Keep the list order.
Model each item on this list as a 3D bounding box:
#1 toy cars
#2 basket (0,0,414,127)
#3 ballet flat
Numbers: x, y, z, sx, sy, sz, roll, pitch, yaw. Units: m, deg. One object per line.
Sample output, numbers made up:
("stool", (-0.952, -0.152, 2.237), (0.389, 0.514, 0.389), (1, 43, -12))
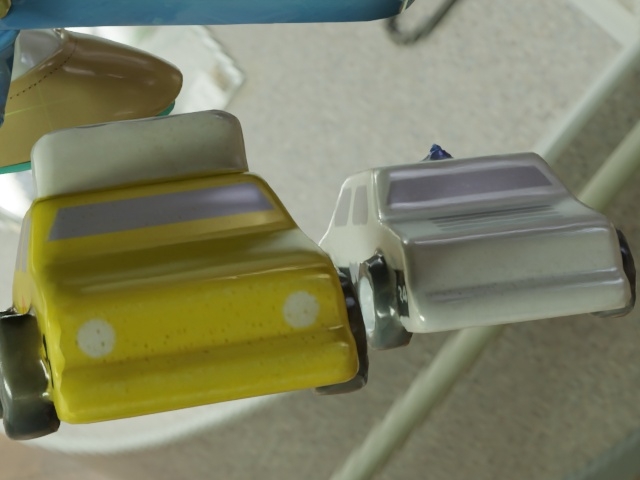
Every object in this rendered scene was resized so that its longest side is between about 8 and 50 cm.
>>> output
("toy cars", (0.000, 0.000, 0.673), (0.176, 0.394, 0.087), (-7, 90, 29))
("basket", (-0.130, -0.154, 0.662), (0.254, 0.289, 0.201), (58, 142, 36))
("ballet flat", (-0.171, -0.054, 0.771), (0.232, 0.073, 0.080), (-17, 29, -6))
